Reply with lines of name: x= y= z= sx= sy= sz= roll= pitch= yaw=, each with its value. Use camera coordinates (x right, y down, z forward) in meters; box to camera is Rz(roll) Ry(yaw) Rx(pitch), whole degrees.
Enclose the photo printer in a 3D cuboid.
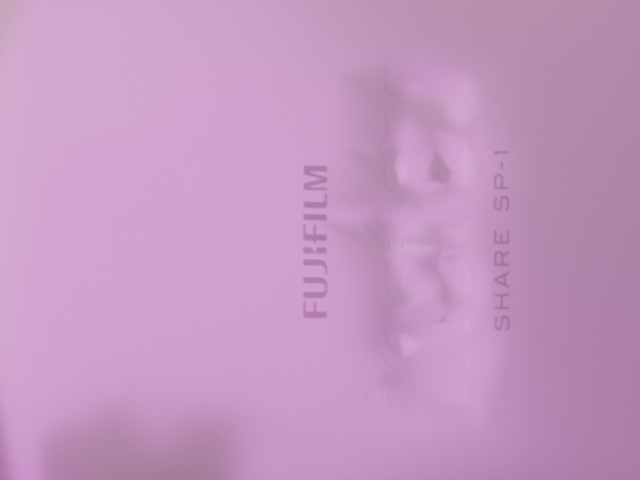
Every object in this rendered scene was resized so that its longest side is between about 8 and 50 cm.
photo printer: x=0.000 y=0.000 z=0.575 sx=0.308 sy=0.107 sz=0.256 roll=1 pitch=88 yaw=-14
